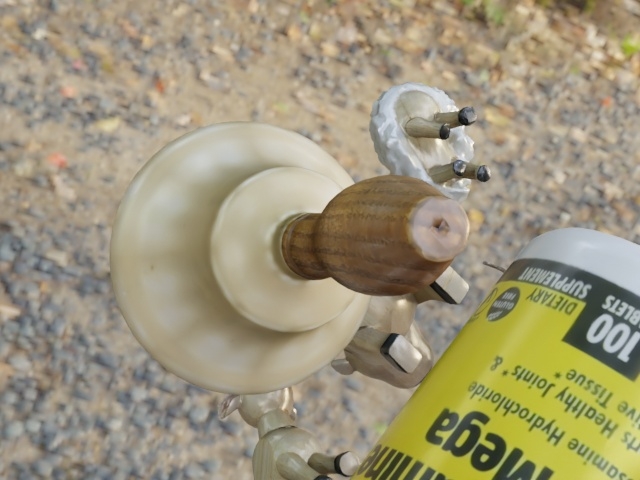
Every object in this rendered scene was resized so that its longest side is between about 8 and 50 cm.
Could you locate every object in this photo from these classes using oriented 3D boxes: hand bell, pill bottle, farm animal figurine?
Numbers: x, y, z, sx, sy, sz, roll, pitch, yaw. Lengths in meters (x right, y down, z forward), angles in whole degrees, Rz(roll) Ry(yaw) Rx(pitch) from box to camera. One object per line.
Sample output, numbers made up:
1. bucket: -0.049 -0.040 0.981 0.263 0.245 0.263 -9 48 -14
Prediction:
1. hand bell: 0.000 0.000 0.503 0.126 0.126 0.242 14 -7 -15
2. pill bottle: 0.092 0.173 0.680 0.188 0.188 0.334 34 76 17
3. farm animal figurine: 0.028 0.081 1.081 0.330 0.326 0.172 -36 18 -24
